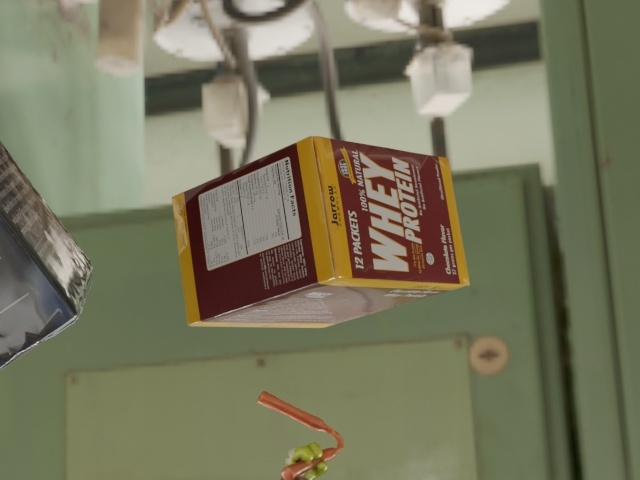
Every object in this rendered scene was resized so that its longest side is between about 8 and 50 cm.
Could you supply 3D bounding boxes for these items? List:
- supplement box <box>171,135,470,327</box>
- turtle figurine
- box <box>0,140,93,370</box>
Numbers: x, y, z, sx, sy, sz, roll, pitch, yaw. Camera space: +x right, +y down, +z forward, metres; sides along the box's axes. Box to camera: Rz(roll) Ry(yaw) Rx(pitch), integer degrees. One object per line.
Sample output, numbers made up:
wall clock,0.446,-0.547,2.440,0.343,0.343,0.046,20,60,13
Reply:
supplement box,0.000,0.000,1.209,0.194,0.129,0.191,-20,163,41
turtle figurine,0.015,0.255,0.978,0.087,0.269,0.217,-33,-170,11
box,-0.432,-0.027,1.101,0.293,0.395,0.212,-35,-169,1
